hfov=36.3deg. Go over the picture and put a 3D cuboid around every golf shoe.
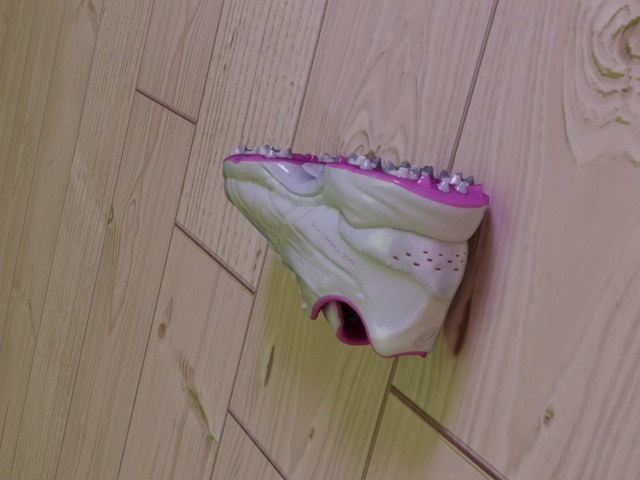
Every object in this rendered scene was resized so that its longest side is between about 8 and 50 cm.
[{"bbox_3d":[0.000,0.000,0.741,0.306,0.115,0.140,18,102,61],"label":"golf shoe"}]
